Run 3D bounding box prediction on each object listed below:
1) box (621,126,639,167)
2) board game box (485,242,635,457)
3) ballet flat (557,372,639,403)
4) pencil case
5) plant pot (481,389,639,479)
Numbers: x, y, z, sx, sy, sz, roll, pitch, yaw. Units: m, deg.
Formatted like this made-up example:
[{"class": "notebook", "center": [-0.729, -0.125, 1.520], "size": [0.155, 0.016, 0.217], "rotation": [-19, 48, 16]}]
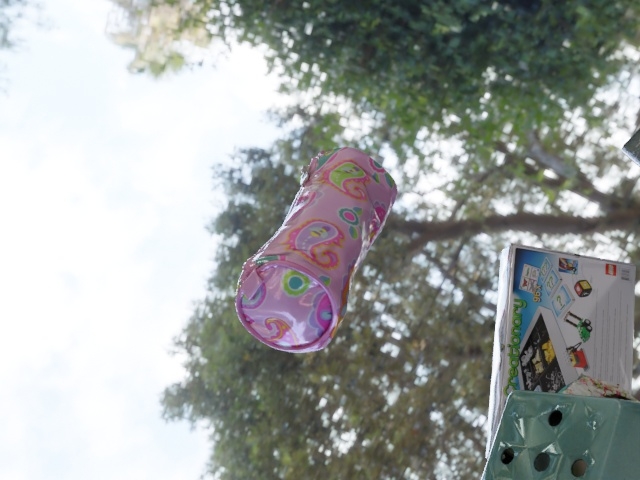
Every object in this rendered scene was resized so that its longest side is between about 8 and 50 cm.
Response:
[{"class": "box", "center": [0.679, -0.087, 1.448], "size": [0.293, 0.212, 0.395], "rotation": [37, -165, -8]}, {"class": "board game box", "center": [0.344, 0.168, 1.356], "size": [0.192, 0.053, 0.305], "rotation": [10, -107, -6]}, {"class": "ballet flat", "center": [0.337, 0.206, 1.147], "size": [0.077, 0.091, 0.241], "rotation": [12, -176, 30]}, {"class": "pencil case", "center": [0.000, 0.000, 1.065], "size": [0.124, 0.124, 0.284], "rotation": [22, -144, 3]}, {"class": "plant pot", "center": [0.238, 0.211, 0.721], "size": [0.234, 0.165, 0.166], "rotation": [32, -111, -29]}]
